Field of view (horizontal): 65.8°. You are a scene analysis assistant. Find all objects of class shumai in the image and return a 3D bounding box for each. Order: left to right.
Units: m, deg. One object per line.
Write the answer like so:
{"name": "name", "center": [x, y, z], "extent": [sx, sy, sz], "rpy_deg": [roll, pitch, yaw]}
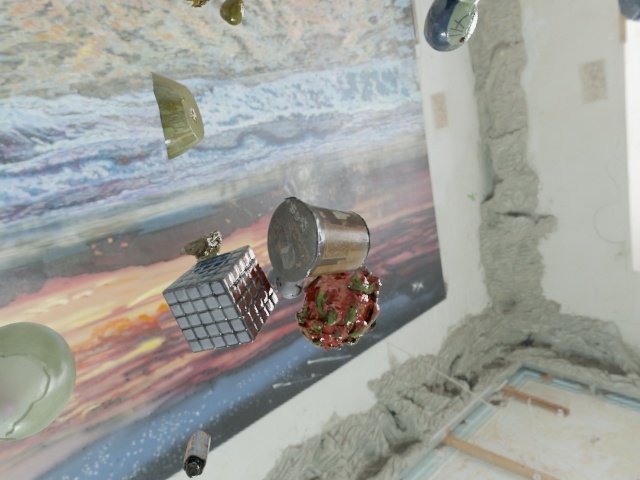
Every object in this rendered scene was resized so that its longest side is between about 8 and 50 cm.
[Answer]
{"name": "shumai", "center": [-0.393, 0.037, 1.727], "extent": [0.145, 0.116, 0.145], "rpy_deg": [-26, -177, 1]}

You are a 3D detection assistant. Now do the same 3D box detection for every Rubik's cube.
{"name": "Rubik's cube", "center": [-0.311, 0.185, 1.571], "extent": [0.237, 0.238, 0.237], "rpy_deg": [-15, -162, 24]}

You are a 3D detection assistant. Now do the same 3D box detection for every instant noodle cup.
{"name": "instant noodle cup", "center": [0.000, 0.000, 1.308], "extent": [0.207, 0.217, 0.217], "rpy_deg": [2, -177, -40]}

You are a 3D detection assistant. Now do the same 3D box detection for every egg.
{"name": "egg", "center": [-0.799, 0.372, 1.309], "extent": [0.278, 0.278, 0.336], "rpy_deg": [-16, -160, -22]}

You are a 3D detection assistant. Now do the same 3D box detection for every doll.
{"name": "doll", "center": [0.381, -0.647, 1.359], "extent": [0.154, 0.258, 0.228], "rpy_deg": [36, -143, 29]}

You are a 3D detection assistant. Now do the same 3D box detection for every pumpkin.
{"name": "pumpkin", "center": [-0.353, -0.313, 1.237], "extent": [0.110, 0.217, 0.217], "rpy_deg": [-6, -167, -7]}

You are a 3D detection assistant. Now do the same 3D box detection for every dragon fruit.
{"name": "dragon fruit", "center": [0.063, 0.214, 1.609], "extent": [0.303, 0.231, 0.237], "rpy_deg": [-33, -140, -11]}

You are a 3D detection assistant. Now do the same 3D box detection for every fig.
{"name": "fig", "center": [-0.261, -0.695, 1.486], "extent": [0.074, 0.088, 0.074], "rpy_deg": [22, -146, -16]}

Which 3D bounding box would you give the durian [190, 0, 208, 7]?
{"name": "durian", "center": [-0.179, -0.515, 0.859], "extent": [0.183, 0.138, 0.249], "rpy_deg": [-17, -137, 18]}

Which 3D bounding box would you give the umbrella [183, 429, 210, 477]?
{"name": "umbrella", "center": [-0.400, 0.691, 1.605], "extent": [0.073, 0.067, 0.337], "rpy_deg": [17, 171, -8]}

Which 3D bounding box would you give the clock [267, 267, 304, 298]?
{"name": "clock", "center": [-0.122, 0.134, 1.640], "extent": [0.080, 0.117, 0.176], "rpy_deg": [12, -151, -34]}
